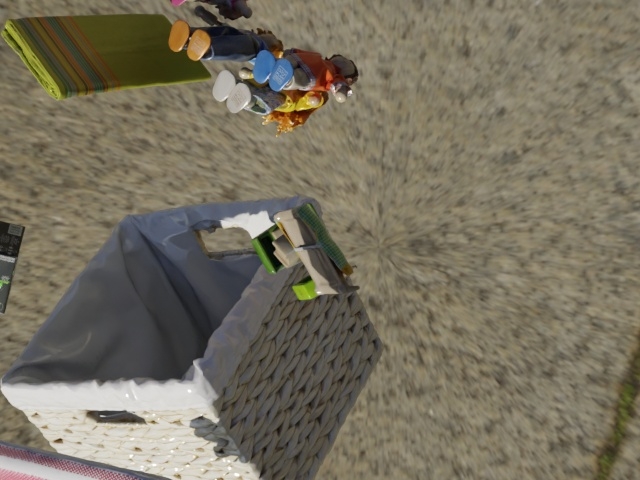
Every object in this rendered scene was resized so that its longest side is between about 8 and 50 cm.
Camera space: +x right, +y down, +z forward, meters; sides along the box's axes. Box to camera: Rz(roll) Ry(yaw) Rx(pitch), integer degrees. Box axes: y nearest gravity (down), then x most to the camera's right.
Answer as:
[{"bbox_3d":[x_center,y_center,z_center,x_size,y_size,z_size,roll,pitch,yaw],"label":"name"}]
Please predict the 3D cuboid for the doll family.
[{"bbox_3d":[-0.075,-0.200,1.442,0.263,0.163,0.118,44,118,24],"label":"doll family"}]

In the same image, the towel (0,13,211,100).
[{"bbox_3d":[-0.221,-0.196,1.395,0.021,0.237,0.102,-46,73,33],"label":"towel"}]

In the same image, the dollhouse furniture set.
[{"bbox_3d":[0.000,0.000,1.023,0.058,0.151,0.076,-32,97,-18],"label":"dollhouse furniture set"}]

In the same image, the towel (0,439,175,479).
[{"bbox_3d":[-0.129,0.203,0.752,0.144,0.029,0.197,7,115,26],"label":"towel"}]

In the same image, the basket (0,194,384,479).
[{"bbox_3d":[-0.145,0.152,1.627,0.328,0.331,0.266,-5,127,35],"label":"basket"}]

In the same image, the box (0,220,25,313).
[{"bbox_3d":[-0.362,0.028,1.457,0.052,0.062,0.083,15,123,-12],"label":"box"}]
